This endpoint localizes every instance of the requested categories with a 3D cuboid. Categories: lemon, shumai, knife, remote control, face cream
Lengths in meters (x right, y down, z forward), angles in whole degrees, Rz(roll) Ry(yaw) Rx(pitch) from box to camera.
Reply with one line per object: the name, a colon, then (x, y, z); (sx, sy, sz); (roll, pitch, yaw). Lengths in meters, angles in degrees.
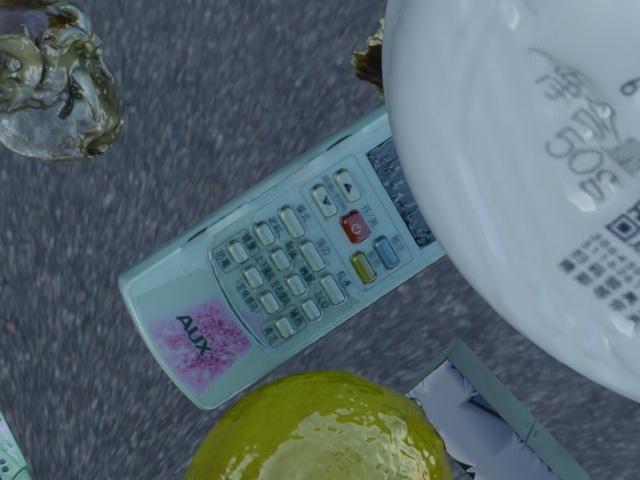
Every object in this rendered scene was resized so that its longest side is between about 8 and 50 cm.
lemon: (-0.003, 0.195, 1.138); (0.192, 0.192, 0.231); (47, 60, 3)
shumai: (-0.283, -0.183, 1.630); (0.161, 0.153, 0.209); (18, 32, 6)
knife: (-0.271, 0.222, 1.376); (0.030, 0.014, 0.207); (-24, 54, -15)
remote control: (0.000, 0.000, 1.293); (0.344, 0.050, 0.145); (-34, 110, -6)
face cream: (0.122, -0.047, 0.388); (0.206, 0.206, 0.111); (30, 47, -2)

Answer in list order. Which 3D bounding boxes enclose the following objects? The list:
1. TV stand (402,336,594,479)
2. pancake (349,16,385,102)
TV stand: (0.222, 0.249, 1.812); (0.269, 0.083, 0.088); (46, 111, 0)
pancake: (0.119, -0.133, 1.484); (0.266, 0.244, 0.057); (15, 65, -22)
